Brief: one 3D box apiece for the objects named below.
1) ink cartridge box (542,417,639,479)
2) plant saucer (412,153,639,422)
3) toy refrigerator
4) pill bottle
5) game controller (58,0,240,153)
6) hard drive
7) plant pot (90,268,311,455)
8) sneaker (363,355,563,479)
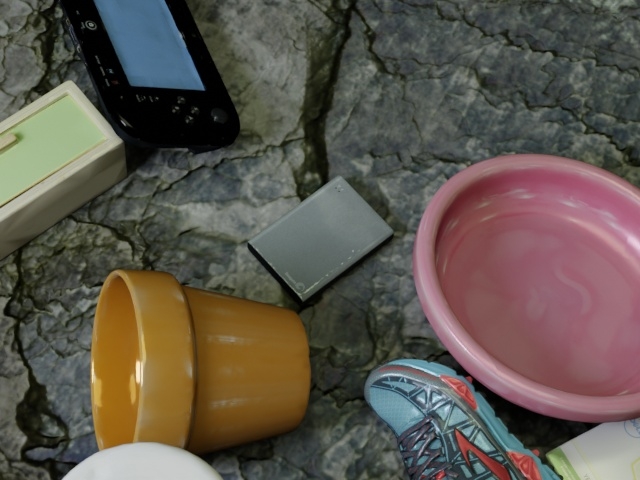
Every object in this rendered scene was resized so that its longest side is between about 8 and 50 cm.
[{"bbox_3d":[0.371,0.247,1.779,0.235,0.056,0.171,-26,67,-13],"label":"ink cartridge box"},{"bbox_3d":[0.251,0.058,1.816,0.332,0.084,0.332,8,51,-11],"label":"plant saucer"},{"bbox_3d":[-0.349,-0.054,1.859,0.269,0.094,0.102,-35,71,-18],"label":"toy refrigerator"},{"bbox_3d":[-0.157,0.315,1.560,0.176,0.318,0.176,1,64,-3],"label":"pill bottle"},{"bbox_3d":[-0.206,-0.228,1.935,0.166,0.067,0.319,7,47,-45],"label":"game controller"},{"bbox_3d":[0.000,0.000,1.895,0.135,0.022,0.094,-37,71,-19],"label":"hard drive"},{"bbox_3d":[-0.118,0.133,1.737,0.188,0.205,0.205,1,62,-21],"label":"plant pot"},{"bbox_3d":[0.135,0.224,1.726,0.262,0.104,0.125,41,45,15],"label":"sneaker"}]
